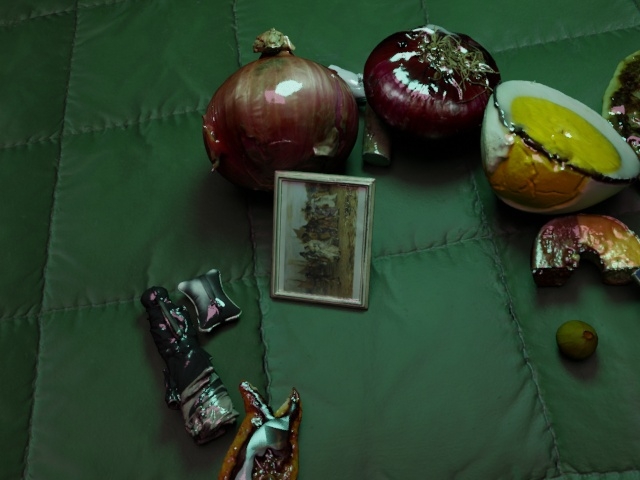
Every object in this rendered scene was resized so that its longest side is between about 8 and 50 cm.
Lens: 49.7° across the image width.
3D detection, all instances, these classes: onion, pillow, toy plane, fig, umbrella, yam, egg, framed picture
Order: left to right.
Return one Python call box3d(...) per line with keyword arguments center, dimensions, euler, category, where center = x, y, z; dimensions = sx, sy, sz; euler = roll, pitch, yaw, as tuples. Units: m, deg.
box3d(center=(-0.275, 0.228, 1.357), dimensions=(0.113, 0.106, 0.358), euler=(-30, 59, -5), category="umbrella")
box3d(center=(-0.231, 0.125, 1.443), dimensions=(0.091, 0.055, 0.136), euler=(-38, 58, 2), category="pillow")
box3d(center=(-0.090, -0.244, 1.487), dimensions=(0.353, 0.354, 0.354), euler=(-4, 58, 7), category="onion")
box3d(center=(0.000, 0.000, 1.397), dimensions=(0.216, 0.017, 0.275), euler=(4, 103, 14), category="framed picture")
box3d(center=(0.014, -0.403, 1.696), dimensions=(0.181, 0.107, 0.273), euler=(-31, 55, -16), category="toy plane")
box3d(center=(0.135, -0.253, 1.600), dimensions=(0.078, 0.078, 0.179), euler=(1, 62, 10), category="yam")
box3d(center=(0.238, -0.337, 1.531), dimensions=(0.313, 0.232, 0.314), euler=(6, 52, -8), category="onion")
box3d(center=(0.454, -0.167, 1.417), dimensions=(0.336, 0.201, 0.337), euler=(17, 43, -17), category="egg")
box3d(center=(0.475, 0.181, 1.271), dimensions=(0.073, 0.088, 0.074), euler=(0, 75, 0), category="fig")

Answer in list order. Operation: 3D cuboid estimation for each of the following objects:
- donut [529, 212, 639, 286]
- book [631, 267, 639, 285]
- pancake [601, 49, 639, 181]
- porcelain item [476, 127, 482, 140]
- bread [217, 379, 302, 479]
box3d(center=(0.518, 0.026, 1.360), dimensions=(0.217, 0.085, 0.141), euler=(1, 59, 9), category="donut")
box3d(center=(0.768, 0.063, 1.289), dimensions=(0.322, 0.018, 0.228), euler=(-35, 81, -12), category="book")
box3d(center=(0.766, -0.268, 1.524), dimensions=(0.304, 0.067, 0.427), euler=(-7, 57, -4), category="pancake")
box3d(center=(0.391, -0.267, 1.579), dimensions=(0.084, 0.054, 0.213), euler=(-4, 59, 8), category="porcelain item")
box3d(center=(-0.107, 0.388, 1.239), dimensions=(0.139, 0.095, 0.269), euler=(18, 53, -12), category="bread")
